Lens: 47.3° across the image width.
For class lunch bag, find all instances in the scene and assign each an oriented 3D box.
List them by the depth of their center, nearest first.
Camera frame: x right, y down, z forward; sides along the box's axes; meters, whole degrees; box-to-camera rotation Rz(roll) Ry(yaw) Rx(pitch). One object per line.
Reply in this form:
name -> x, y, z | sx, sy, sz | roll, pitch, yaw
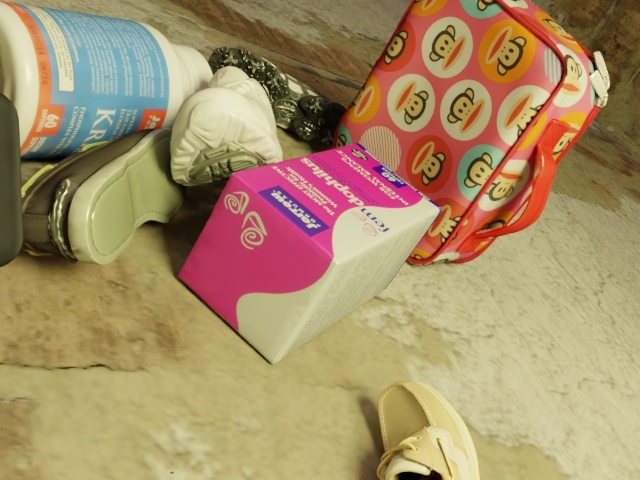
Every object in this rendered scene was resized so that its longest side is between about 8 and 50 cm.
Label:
lunch bag -> 0.159, -0.119, 0.806 | 0.120, 0.293, 0.258 | 1, 43, -43

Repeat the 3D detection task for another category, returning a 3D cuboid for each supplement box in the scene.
supplement box -> 0.000, 0.000, 0.640 | 0.111, 0.114, 0.220 | 40, 29, 14

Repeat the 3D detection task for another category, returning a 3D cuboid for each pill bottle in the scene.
pill bottle -> -0.201, -0.136, 0.648 | 0.124, 0.124, 0.221 | 43, 30, 22

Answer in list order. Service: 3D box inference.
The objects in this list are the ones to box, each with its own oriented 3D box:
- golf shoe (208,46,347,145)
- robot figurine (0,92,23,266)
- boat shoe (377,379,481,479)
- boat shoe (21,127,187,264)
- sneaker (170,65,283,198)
golf shoe -> -0.058, -0.186, 0.955 | 0.198, 0.077, 0.094 | 29, 12, -13
robot figurine -> -0.282, -0.031, 0.325 | 0.278, 0.209, 0.173 | -5, 57, -50
boat shoe -> 0.070, 0.160, 0.492 | 0.059, 0.063, 0.170 | 21, 29, -32
boat shoe -> -0.163, -0.044, 0.579 | 0.069, 0.081, 0.228 | 3, 17, 8
sneaker -> -0.084, -0.104, 0.643 | 0.232, 0.090, 0.115 | 72, 7, -83
